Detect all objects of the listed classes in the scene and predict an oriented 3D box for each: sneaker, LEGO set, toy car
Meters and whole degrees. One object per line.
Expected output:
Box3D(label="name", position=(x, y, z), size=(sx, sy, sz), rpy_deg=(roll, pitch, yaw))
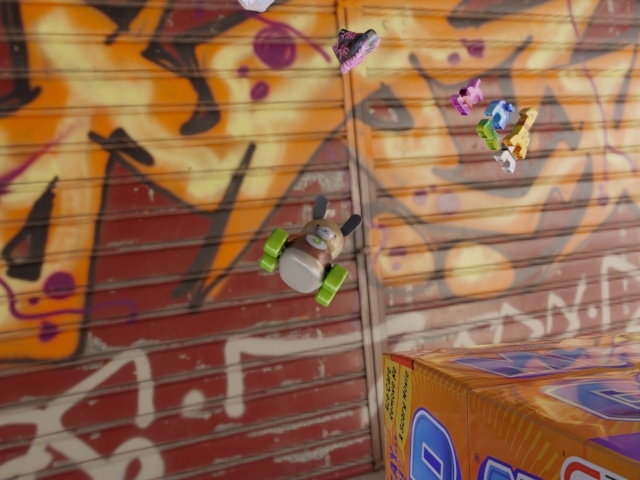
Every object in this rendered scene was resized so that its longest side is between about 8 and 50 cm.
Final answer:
Box3D(label="sneaker", position=(0.047, -0.293, 0.902), size=(0.047, 0.057, 0.119), rpy_deg=(-33, -174, -17))
Box3D(label="LEGO set", position=(0.363, -0.235, 1.182), size=(0.227, 0.093, 0.087), rpy_deg=(41, 165, -34))
Box3D(label="toy car", position=(0.000, 0.000, 1.159), size=(0.155, 0.188, 0.149), rpy_deg=(32, 154, 3))

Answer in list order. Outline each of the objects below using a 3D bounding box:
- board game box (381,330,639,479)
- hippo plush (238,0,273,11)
Box3D(label="board game box", position=(0.288, 0.287, 0.527), size=(0.357, 0.356, 0.356), rpy_deg=(-1, 180, -17))
Box3D(label="hippo plush", position=(-0.025, -0.479, 0.997), size=(0.294, 0.234, 0.236), rpy_deg=(-40, -122, -18))
